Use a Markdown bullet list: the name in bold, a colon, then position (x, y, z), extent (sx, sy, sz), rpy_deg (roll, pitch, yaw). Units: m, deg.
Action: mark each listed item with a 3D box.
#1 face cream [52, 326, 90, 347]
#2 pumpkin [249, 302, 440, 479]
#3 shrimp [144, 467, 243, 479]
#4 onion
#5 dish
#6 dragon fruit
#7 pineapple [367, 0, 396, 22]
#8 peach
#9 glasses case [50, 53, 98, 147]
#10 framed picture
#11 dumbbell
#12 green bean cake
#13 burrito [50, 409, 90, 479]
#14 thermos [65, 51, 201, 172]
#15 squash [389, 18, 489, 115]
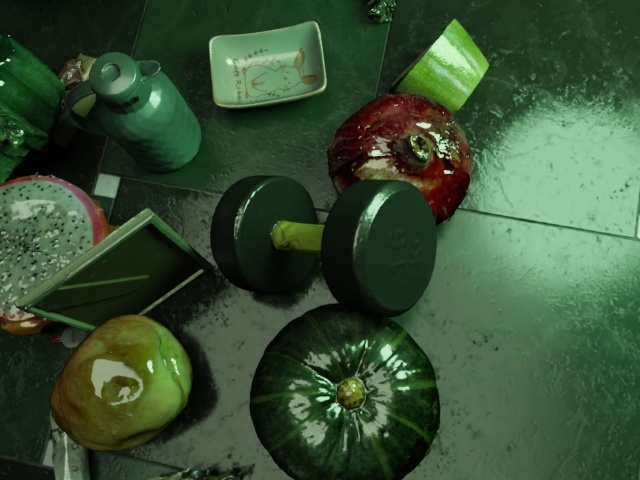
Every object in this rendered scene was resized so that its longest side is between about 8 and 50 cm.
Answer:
- **face cream**: position (-0.444, 0.175, 1.254), extent (0.083, 0.021, 0.040), rpy_deg (-7, 76, 3)
- **pumpkin**: position (0.040, 0.253, 1.101), extent (0.301, 0.207, 0.300), rpy_deg (2, 67, -5)
- **shrimp**: position (-0.257, 0.508, 1.135), extent (0.360, 0.085, 0.247), rpy_deg (-40, 86, -1)
- **onion**: position (0.137, -0.134, 1.172), extent (0.252, 0.219, 0.251), rpy_deg (0, 87, -3)
- **dish**: position (-0.097, -0.319, 1.310), extent (0.213, 0.077, 0.151), rpy_deg (-8, 75, 4)
- **dragon fruit**: position (-0.481, 0.032, 1.218), extent (0.291, 0.189, 0.290), rpy_deg (0, 72, -1)
- **pineapple**: position (0.124, -0.517, 1.332), extent (0.108, 0.108, 0.197), rpy_deg (3, 89, 6)
- **peach**: position (-0.336, 0.241, 1.135), extent (0.236, 0.214, 0.214), rpy_deg (-33, 76, 5)
- **glasses case**: position (-0.500, -0.290, 1.344), extent (0.103, 0.070, 0.193), rpy_deg (26, 80, 12)
- **framed picture**: position (-0.313, 0.069, 1.116), extent (0.232, 0.315, 0.024), rpy_deg (-36, 74, -4)
- **dumbbell**: position (0.000, 0.000, 1.092), extent (0.323, 0.204, 0.203), rpy_deg (6, 75, 42)
- **green bean cake**: position (-0.628, -0.184, 1.225), extent (0.301, 0.169, 0.307), rpy_deg (-4, 61, 30)
- **burrito**: position (-0.430, 0.376, 1.188), extent (0.064, 0.064, 0.203), rpy_deg (-10, 75, 3)
- **thermos**: position (-0.325, -0.224, 1.201), extent (0.182, 0.286, 0.144), rpy_deg (-17, 76, 3)
- **squash**: position (0.219, -0.304, 1.241), extent (0.123, 0.170, 0.170), rpy_deg (36, 82, -2)
